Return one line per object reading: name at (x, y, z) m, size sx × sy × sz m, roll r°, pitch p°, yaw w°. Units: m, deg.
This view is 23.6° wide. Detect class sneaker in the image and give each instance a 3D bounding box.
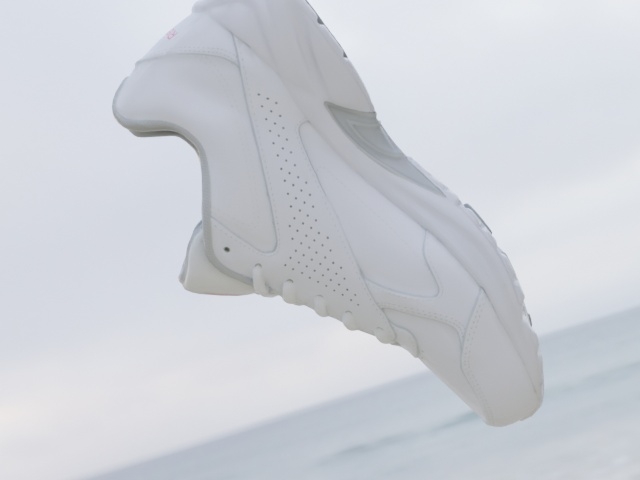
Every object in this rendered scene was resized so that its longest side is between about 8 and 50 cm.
sneaker at (0.000, 0.000, 0.656) m, size 0.115 × 0.232 × 0.090 m, roll -40°, pitch 3°, yaw -3°
